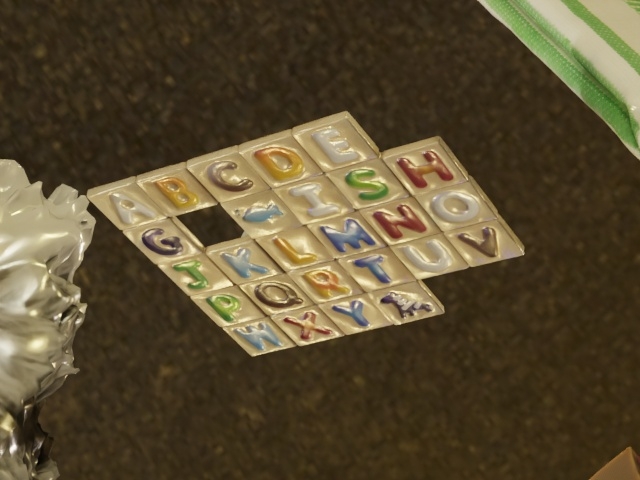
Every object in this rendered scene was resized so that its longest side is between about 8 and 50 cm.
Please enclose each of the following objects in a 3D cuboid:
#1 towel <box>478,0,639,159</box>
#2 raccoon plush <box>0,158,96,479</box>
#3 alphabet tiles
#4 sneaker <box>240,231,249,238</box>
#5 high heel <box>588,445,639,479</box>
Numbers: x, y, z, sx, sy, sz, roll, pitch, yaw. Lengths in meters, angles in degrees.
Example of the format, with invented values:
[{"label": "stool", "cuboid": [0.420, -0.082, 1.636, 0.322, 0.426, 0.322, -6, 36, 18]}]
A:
[{"label": "towel", "cuboid": [0.264, -0.104, 0.844, 0.325, 0.248, 0.038, -2, 119, -17]}, {"label": "raccoon plush", "cuboid": [-0.142, 0.232, 0.649, 0.216, 0.446, 0.299, 19, 148, -9]}, {"label": "alphabet tiles", "cuboid": [0.000, 0.000, 1.039, 0.237, 0.009, 0.198, -14, 137, 29]}, {"label": "sneaker", "cuboid": [-0.002, 0.000, 1.961, 0.104, 0.296, 0.147, -38, 98, 22]}, {"label": "high heel", "cuboid": [0.279, 0.132, 0.958, 0.244, 0.082, 0.117, -41, 112, 17]}]
